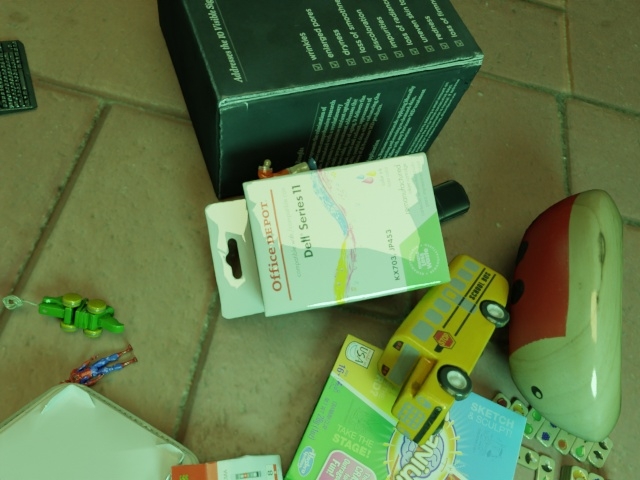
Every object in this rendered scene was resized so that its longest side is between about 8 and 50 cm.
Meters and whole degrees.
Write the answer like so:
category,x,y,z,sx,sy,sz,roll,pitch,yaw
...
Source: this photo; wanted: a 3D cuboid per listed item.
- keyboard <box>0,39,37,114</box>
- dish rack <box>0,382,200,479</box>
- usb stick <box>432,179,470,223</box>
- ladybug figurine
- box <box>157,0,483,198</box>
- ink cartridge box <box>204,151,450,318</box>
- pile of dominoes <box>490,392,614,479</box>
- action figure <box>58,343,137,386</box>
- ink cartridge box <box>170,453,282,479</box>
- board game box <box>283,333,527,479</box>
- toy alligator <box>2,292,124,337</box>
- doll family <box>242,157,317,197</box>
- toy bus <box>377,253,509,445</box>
category,x,y,z,sx,sy,sz,roll,pitch,yaw
keyboard,-0.628,-0.321,1.025,0.108,0.023,0.180,-16,67,-18
dish rack,-0.316,0.311,0.630,0.285,0.072,0.333,28,26,9
usb stick,0.174,-0.048,1.032,0.277,0.045,0.077,-22,77,-21
ladybug figurine,0.422,0.105,0.894,0.161,0.305,0.450,0,51,31
box,-0.038,-0.393,1.022,0.471,0.297,0.480,-14,68,-19
ink cartridge box,0.000,0.000,0.819,0.353,0.119,0.207,-11,86,-5
pile of dominoes,0.370,0.372,0.861,0.251,0.040,0.196,23,62,0
action figure,-0.347,0.200,0.815,0.115,0.030,0.038,-25,74,-19
ink cartridge box,-0.116,0.369,0.706,0.045,0.179,0.146,-23,61,27
board game box,0.136,0.323,0.817,0.316,0.064,0.242,24,62,5
toy alligator,-0.401,0.108,0.840,0.189,0.056,0.051,15,20,-2
doll family,-0.060,-0.011,0.942,0.163,0.118,0.263,-22,88,-16
toy bus,0.198,0.156,0.831,0.130,0.108,0.332,34,41,17
